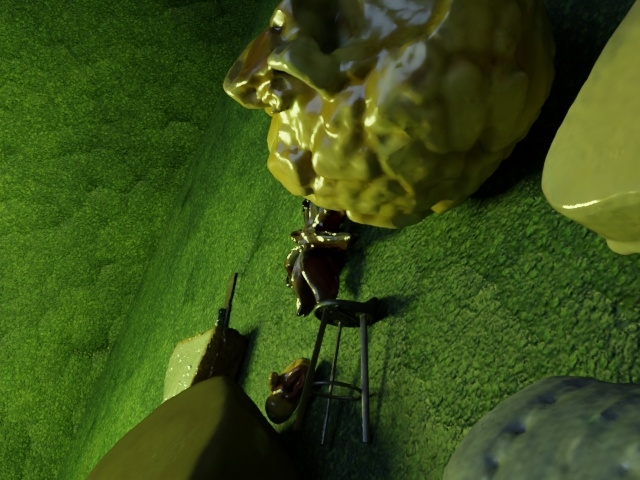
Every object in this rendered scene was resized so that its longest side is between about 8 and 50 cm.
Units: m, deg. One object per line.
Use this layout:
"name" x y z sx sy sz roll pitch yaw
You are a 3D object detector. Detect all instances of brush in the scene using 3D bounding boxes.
"brush" -0.239 0.158 1.499 0.034 0.027 0.191 -40 32 41

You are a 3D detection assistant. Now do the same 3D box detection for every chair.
"chair" 0.021 0.169 0.847 0.104 0.095 0.222 -23 45 45

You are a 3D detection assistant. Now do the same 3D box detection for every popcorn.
"popcorn" 0.099 -0.202 0.787 0.389 0.354 0.344 7 41 24

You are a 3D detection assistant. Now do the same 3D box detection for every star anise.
"star anise" 0.000 -0.001 1.069 0.288 0.088 0.289 -169 90 -75

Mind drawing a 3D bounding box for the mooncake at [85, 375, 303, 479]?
"mooncake" -0.204 0.396 0.883 0.378 0.201 0.378 -36 17 13

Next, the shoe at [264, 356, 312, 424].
"shoe" -0.052 0.235 0.961 0.109 0.072 0.069 -41 -7 -2

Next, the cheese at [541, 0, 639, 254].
"cheese" 0.333 -0.126 0.469 0.384 0.104 0.384 -47 29 36

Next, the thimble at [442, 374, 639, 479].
"thimble" 0.180 0.202 0.323 0.157 0.217 0.246 -16 60 62

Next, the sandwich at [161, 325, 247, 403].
"sandwich" -0.282 0.325 1.330 0.288 0.099 0.254 -25 44 56
